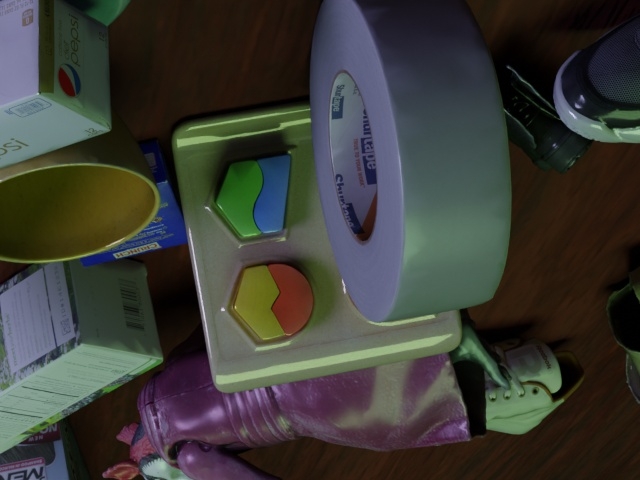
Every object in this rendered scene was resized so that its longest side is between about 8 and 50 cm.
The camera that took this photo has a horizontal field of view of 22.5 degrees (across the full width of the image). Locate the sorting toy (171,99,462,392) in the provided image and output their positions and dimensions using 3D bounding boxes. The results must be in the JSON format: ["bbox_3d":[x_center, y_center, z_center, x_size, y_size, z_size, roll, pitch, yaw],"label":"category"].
[{"bbox_3d":[0.000,0.000,1.193,0.193,0.208,0.038,-10,-172,-7],"label":"sorting toy"}]

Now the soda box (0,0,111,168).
[{"bbox_3d":[-0.234,-0.082,0.995,0.216,0.073,0.069,-15,157,27],"label":"soda box"}]

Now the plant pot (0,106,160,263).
[{"bbox_3d":[-0.181,-0.057,1.083,0.134,0.095,0.134,-11,154,-5],"label":"plant pot"}]

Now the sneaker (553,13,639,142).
[{"bbox_3d":[0.284,-0.163,1.100,0.269,0.101,0.153,-20,154,0],"label":"sneaker"}]

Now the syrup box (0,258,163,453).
[{"bbox_3d":[-0.254,0.101,1.376,0.237,0.093,0.096,-31,150,32],"label":"syrup box"}]

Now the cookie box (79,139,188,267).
[{"bbox_3d":[-0.153,-0.026,1.226,0.092,0.040,0.107,-14,154,0],"label":"cookie box"}]

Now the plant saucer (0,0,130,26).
[{"bbox_3d":[-0.168,-0.149,0.987,0.119,0.021,0.119,-11,154,-5],"label":"plant saucer"}]

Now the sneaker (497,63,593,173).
[{"bbox_3d":[0.159,-0.095,1.223,0.051,0.089,0.170,-50,-177,6],"label":"sneaker"}]

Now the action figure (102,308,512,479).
[{"bbox_3d":[-0.039,0.133,1.373,0.370,0.248,0.276,-24,152,16],"label":"action figure"}]

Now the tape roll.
[{"bbox_3d":[0.054,-0.058,1.054,0.072,0.219,0.219,-8,154,-12],"label":"tape roll"}]

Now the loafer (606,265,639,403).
[{"bbox_3d":[0.338,0.086,1.647,0.092,0.102,0.268,-10,145,-5],"label":"loafer"}]

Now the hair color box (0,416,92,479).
[{"bbox_3d":[-0.335,0.285,1.696,0.185,0.113,0.374,-11,155,-6],"label":"hair color box"}]

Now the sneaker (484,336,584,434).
[{"bbox_3d":[0.168,0.139,1.675,0.123,0.106,0.290,-40,154,32],"label":"sneaker"}]
